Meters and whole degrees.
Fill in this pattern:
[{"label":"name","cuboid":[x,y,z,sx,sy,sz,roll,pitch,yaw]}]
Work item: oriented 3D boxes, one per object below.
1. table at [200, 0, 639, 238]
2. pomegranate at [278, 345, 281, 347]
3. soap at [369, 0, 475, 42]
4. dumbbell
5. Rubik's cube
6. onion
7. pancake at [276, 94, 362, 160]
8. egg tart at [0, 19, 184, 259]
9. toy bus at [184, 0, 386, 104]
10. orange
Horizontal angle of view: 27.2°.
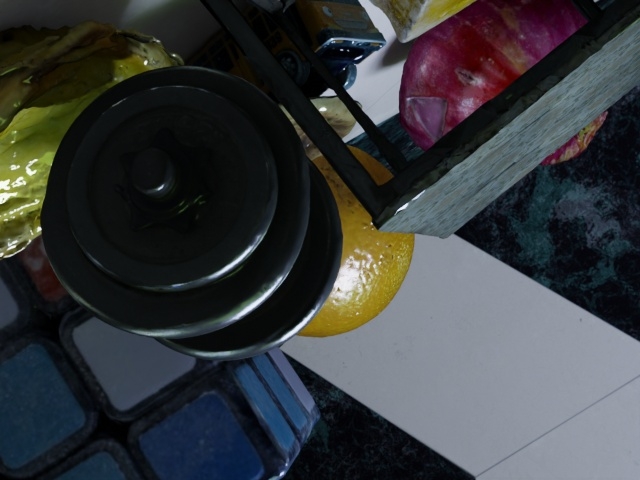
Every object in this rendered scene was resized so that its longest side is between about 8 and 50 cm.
[{"label":"table","cuboid":[0.068,-0.175,0.925,0.222,0.272,0.335,-40,172,8]},{"label":"pomegranate","cuboid":[-0.146,0.038,1.598,0.254,0.271,0.254,-53,-161,27]},{"label":"soap","cuboid":[0.177,-0.314,1.327,0.257,0.080,0.160,-33,173,-13]},{"label":"dumbbell","cuboid":[-0.087,-0.013,0.967,0.192,0.192,0.290,-35,165,0]},{"label":"Rubik's cube","cuboid":[-0.236,0.150,1.322,0.359,0.362,0.363,-36,173,6]},{"label":"onion","cuboid":[0.233,-0.224,1.671,0.256,0.272,0.230,-36,150,-51]},{"label":"pancake","cuboid":[-0.066,-0.083,1.180,0.212,0.029,0.235,-16,172,-7]},{"label":"egg tart","cuboid":[-0.228,-0.078,0.989,0.279,0.095,0.279,-35,167,-9]},{"label":"toy bus","cuboid":[-0.039,-0.166,1.201,0.182,0.103,0.091,-36,161,36]},{"label":"orange","cuboid":[0.000,0.000,1.828,0.274,0.274,0.274,-35,173,-5]}]
